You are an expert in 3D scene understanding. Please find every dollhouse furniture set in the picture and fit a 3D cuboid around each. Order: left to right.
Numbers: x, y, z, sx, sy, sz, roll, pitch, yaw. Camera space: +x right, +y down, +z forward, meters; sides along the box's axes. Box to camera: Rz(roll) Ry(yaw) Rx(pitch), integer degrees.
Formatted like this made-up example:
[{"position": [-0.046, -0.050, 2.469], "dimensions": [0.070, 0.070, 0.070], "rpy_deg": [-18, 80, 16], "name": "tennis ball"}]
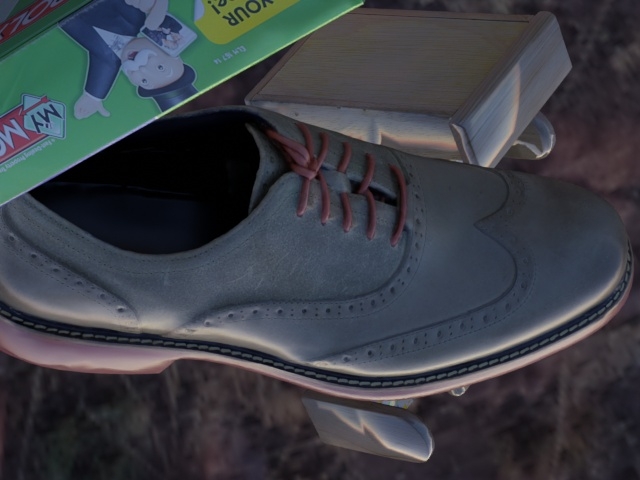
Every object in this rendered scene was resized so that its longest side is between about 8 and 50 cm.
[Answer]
[{"position": [0.082, -0.013, 1.185], "dimensions": [0.212, 0.161, 0.242], "rpy_deg": [-51, 132, -34], "name": "dollhouse furniture set"}]

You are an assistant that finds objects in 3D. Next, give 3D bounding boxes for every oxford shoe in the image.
[{"position": [0.000, 0.000, 0.954], "dimensions": [0.348, 0.123, 0.130], "rpy_deg": [-3, 150, -13], "name": "oxford shoe"}]

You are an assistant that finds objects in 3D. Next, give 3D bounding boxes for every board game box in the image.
[{"position": [-0.092, -0.090, 0.694], "dimensions": [0.317, 0.213, 0.046], "rpy_deg": [-25, 119, 34], "name": "board game box"}]
